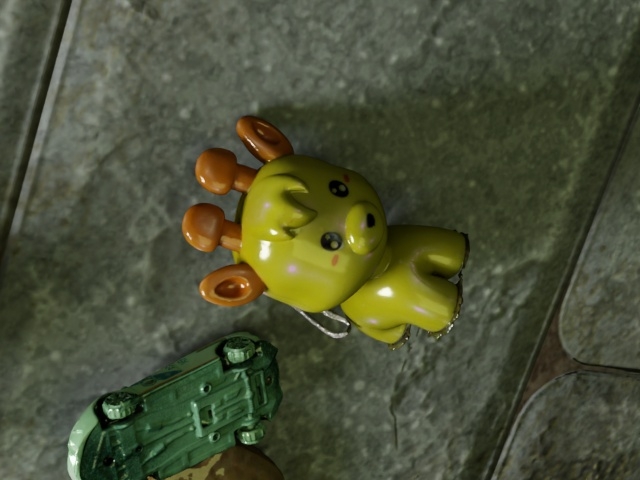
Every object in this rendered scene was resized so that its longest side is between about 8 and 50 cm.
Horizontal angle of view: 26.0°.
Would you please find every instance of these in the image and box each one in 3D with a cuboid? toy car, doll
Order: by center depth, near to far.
[{"bbox_3d":[0.000,0.000,1.010,0.220,0.135,0.143,20,70,-28],"label":"doll"},{"bbox_3d":[-0.111,0.128,1.038,0.186,0.058,0.093,-24,123,-31],"label":"toy car"}]

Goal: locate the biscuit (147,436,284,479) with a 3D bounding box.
[{"bbox_3d":[-0.159,0.284,1.099,0.319,0.047,0.183,-30,121,-11],"label":"biscuit"}]
